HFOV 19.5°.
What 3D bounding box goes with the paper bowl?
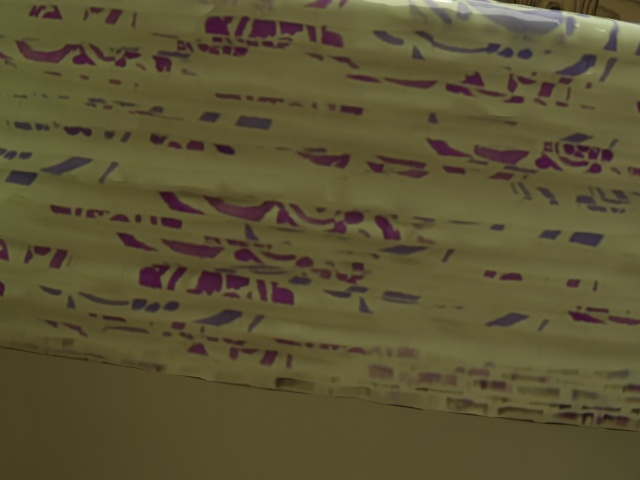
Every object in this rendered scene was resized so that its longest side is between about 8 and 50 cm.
[{"bbox_3d":[0.003,0.013,0.522,0.284,0.148,0.284,6,3,0],"label":"paper bowl"}]
